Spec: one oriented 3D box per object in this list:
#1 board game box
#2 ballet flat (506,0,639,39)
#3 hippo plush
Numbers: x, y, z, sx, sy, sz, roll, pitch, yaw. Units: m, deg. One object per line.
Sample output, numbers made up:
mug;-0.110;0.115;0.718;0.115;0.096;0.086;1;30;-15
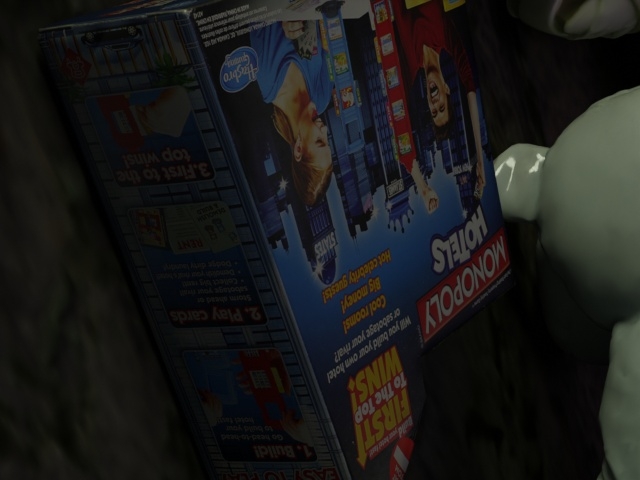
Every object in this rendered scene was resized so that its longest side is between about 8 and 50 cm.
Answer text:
board game box;0.000;0.000;0.616;0.194;0.060;0.194;-29;113;-57
ballet flat;0.103;-0.141;0.805;0.248;0.086;0.086;36;56;-50
hippo plush;0.146;0.060;0.764;0.236;0.234;0.294;64;2;23
